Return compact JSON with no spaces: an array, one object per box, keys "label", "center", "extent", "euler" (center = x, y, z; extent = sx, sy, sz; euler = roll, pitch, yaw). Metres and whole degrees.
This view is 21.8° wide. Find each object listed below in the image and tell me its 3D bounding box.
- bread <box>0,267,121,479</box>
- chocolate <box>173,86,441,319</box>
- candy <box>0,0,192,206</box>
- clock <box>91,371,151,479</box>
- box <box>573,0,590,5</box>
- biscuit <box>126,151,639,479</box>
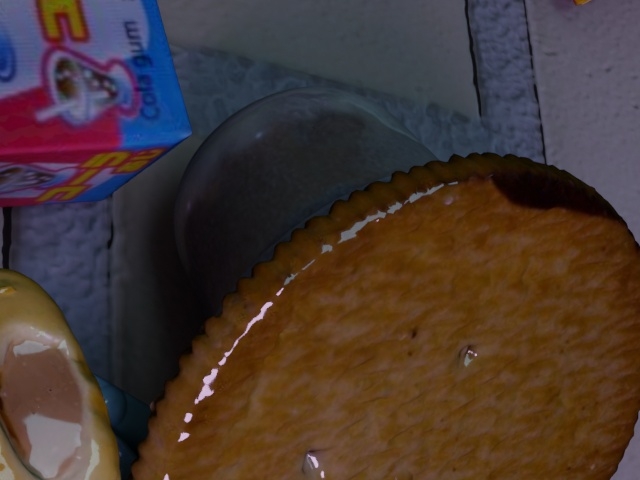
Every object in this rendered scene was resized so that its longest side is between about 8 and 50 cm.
[{"label":"bread","center":[-0.168,0.090,0.667],"extent":[0.085,0.173,0.134],"euler":[0,69,-55]},{"label":"chocolate","center":[-0.005,0.004,0.853],"extent":[0.221,0.221,0.147],"euler":[-7,44,-40]},{"label":"candy","center":[-0.220,-0.095,0.749],"extent":[0.306,0.100,0.157],"euler":[-5,75,-39]},{"label":"clock","center":[-0.125,0.132,0.760],"extent":[0.108,0.045,0.147],"euler":[33,54,-22]},{"label":"box","center":[0.237,-0.352,1.156],"extent":[0.259,0.214,0.283],"euler":[-30,92,-46]},{"label":"biscuit","center":[0.038,0.096,0.790],"extent":[0.305,0.038,0.305],"euler":[-19,126,-28]}]
